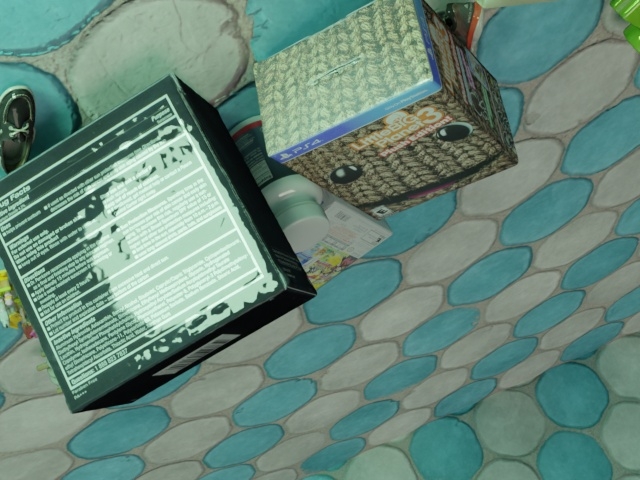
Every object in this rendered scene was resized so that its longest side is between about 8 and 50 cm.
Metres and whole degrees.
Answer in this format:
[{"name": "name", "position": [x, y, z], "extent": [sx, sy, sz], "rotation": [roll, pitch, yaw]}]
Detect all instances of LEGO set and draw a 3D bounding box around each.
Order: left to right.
[{"name": "LEGO set", "position": [-0.459, 0.122, 1.281], "extent": [0.132, 0.107, 0.287], "rotation": [-42, 148, 25]}]

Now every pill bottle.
[{"name": "pill bottle", "position": [-0.058, -0.076, 1.210], "extent": [0.108, 0.180, 0.108], "rotation": [-20, 151, -12]}]

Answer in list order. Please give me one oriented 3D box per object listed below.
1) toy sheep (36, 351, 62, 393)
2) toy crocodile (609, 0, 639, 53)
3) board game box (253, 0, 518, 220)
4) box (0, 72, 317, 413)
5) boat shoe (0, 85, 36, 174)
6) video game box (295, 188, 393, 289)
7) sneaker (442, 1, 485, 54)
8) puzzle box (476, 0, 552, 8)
[{"name": "toy sheep", "position": [-0.419, 0.214, 1.481], "extent": [0.091, 0.091, 0.132], "rotation": [-28, 126, 3]}, {"name": "toy crocodile", "position": [0.567, -0.345, 1.378], "extent": [0.341, 0.105, 0.115], "rotation": [6, 138, -37]}, {"name": "board game box", "position": [0.094, -0.166, 1.168], "extent": [0.232, 0.141, 0.291], "rotation": [-23, 154, 26]}, {"name": "box", "position": [-0.209, 0.009, 1.082], "extent": [0.296, 0.294, 0.183], "rotation": [-30, 169, 7]}, {"name": "boat shoe", "position": [-0.358, -0.127, 1.031], "extent": [0.046, 0.038, 0.125], "rotation": [-4, 144, -35]}, {"name": "video game box", "position": [0.000, 0.000, 1.516], "extent": [0.187, 0.048, 0.205], "rotation": [-38, 149, 17]}, {"name": "sneaker", "position": [0.183, -0.281, 1.221], "extent": [0.065, 0.061, 0.158], "rotation": [10, 153, 0]}, {"name": "puzzle box", "position": [0.298, -0.433, 0.837], "extent": [0.272, 0.052, 0.408], "rotation": [-10, 131, -17]}]
